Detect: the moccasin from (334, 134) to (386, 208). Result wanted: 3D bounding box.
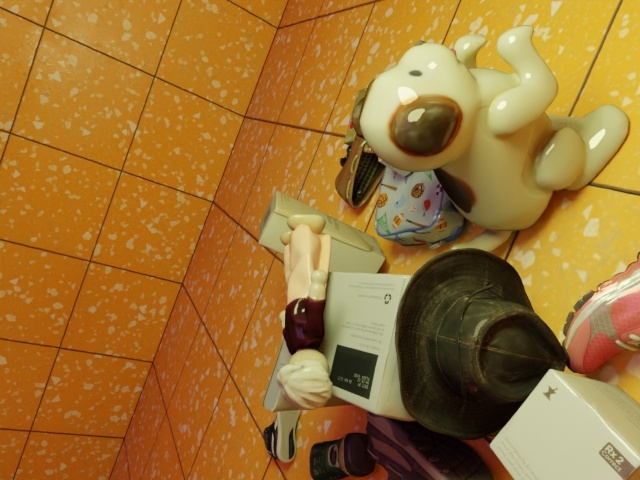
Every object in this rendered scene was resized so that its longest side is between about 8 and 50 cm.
[{"bbox_3d":[0.158,-0.264,1.370,0.380,0.139,0.147,-58,33,23],"label":"moccasin"}]

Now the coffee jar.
[{"bbox_3d":[0.052,0.519,1.171,0.184,0.079,0.096,-39,41,45],"label":"coffee jar"}]

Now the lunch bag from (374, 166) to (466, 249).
[{"bbox_3d":[0.254,-0.128,1.167,0.243,0.114,0.304,-11,63,54],"label":"lunch bag"}]

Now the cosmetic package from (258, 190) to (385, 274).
[{"bbox_3d":[0.000,0.000,1.286,0.113,0.309,0.160,-62,14,17],"label":"cosmetic package"}]

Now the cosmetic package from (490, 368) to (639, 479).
[{"bbox_3d":[0.370,0.292,0.664,0.152,0.183,0.151,-61,31,17],"label":"cosmetic package"}]

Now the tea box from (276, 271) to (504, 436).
[{"bbox_3d":[0.149,0.205,0.936,0.329,0.323,0.220,-2,69,58],"label":"tea box"}]

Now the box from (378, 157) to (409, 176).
[{"bbox_3d":[0.214,-0.253,1.112,0.170,0.091,0.130,-35,46,37],"label":"box"}]

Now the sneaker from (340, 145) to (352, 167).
[{"bbox_3d":[0.120,-0.270,1.501,0.170,0.074,0.063,-44,39,38],"label":"sneaker"}]

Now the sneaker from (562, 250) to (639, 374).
[{"bbox_3d":[0.470,0.097,0.678,0.314,0.115,0.136,-58,36,25],"label":"sneaker"}]

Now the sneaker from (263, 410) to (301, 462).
[{"bbox_3d":[-0.123,0.532,1.453,0.121,0.079,0.217,-19,60,53],"label":"sneaker"}]

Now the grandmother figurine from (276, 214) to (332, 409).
[{"bbox_3d":[-0.025,0.120,0.864,0.208,0.103,0.343,106,165,-57],"label":"grandmother figurine"}]

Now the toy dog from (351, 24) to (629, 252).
[{"bbox_3d":[0.255,-0.194,0.899,0.396,0.407,0.285,-60,31,18],"label":"toy dog"}]

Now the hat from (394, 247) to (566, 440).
[{"bbox_3d":[0.274,0.162,0.742,0.134,0.331,0.332,-7,68,60],"label":"hat"}]

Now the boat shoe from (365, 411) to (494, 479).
[{"bbox_3d":[0.200,0.438,0.949,0.355,0.132,0.131,-161,80,-69],"label":"boat shoe"}]

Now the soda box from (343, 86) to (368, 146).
[{"bbox_3d":[0.133,-0.384,1.555,0.058,0.061,0.182,5,78,59],"label":"soda box"}]

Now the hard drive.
[{"bbox_3d":[0.012,0.289,1.143,0.040,0.307,0.203,18,89,40],"label":"hard drive"}]
